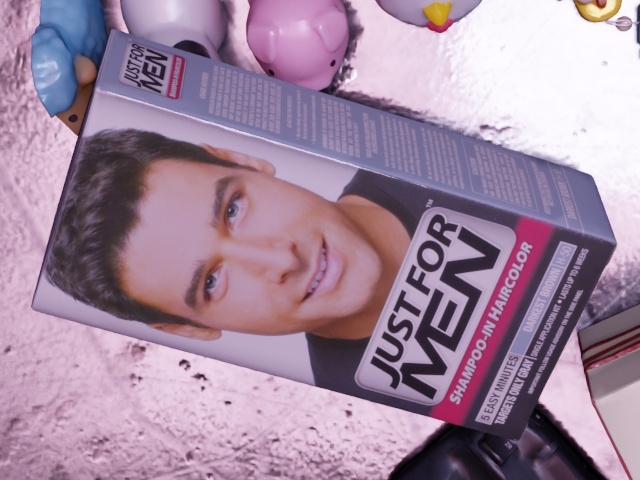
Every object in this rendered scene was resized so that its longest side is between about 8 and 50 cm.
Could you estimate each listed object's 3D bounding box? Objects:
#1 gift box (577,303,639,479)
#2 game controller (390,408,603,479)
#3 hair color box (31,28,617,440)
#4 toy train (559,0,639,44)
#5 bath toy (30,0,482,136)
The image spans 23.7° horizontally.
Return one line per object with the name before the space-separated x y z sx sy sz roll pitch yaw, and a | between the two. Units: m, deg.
gift box | 0.340 0.115 1.082 0.258 0.255 0.276 -25 100 10
game controller | 0.194 0.281 1.220 0.166 0.067 0.319 -41 91 23
hair color box | 0.000 0.000 1.105 0.374 0.113 0.185 16 118 -9
toy train | 0.247 -0.210 1.154 0.166 0.046 0.125 39 99 0
bath toy | -0.039 -0.171 1.144 0.348 0.129 0.151 -14 95 6
